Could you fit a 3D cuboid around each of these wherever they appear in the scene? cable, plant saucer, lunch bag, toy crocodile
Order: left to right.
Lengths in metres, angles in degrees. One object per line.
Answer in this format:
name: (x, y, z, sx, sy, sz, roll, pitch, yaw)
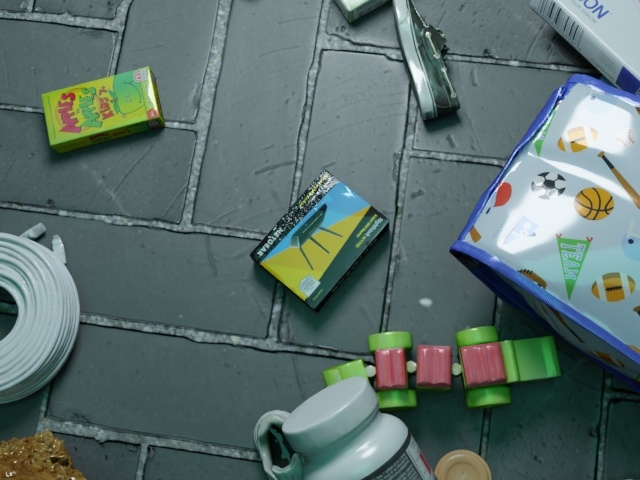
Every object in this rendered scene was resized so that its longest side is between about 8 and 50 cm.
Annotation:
cable: (-0.495, 0.116, 1.465, 0.257, 0.089, 0.257, -23, 75, -1)
toy crocodile: (0.173, 0.184, 1.381, 0.340, 0.105, 0.115, -4, 76, 4)
plant saucer: (0.205, 0.344, 1.386, 0.083, 0.013, 0.084, -1, 77, 5)
lunch bag: (0.420, -0.005, 1.341, 0.385, 0.239, 0.328, 34, 83, 5)

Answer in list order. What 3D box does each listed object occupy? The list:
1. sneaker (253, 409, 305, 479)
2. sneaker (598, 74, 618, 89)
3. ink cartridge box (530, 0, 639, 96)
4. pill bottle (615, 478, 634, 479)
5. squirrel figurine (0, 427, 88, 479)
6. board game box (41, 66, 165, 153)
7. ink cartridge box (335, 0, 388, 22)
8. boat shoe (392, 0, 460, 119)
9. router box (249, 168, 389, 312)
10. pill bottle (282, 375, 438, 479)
sneaker: (-0.033, 0.346, 1.353, 0.090, 0.115, 0.232, -33, 76, -3)
sneaker: (0.520, -0.201, 1.452, 0.240, 0.091, 0.126, 24, 79, 11)
ink cartridge box: (0.547, -0.348, 1.448, 0.330, 0.071, 0.324, -35, 68, -13)
pill bottle: (0.323, 0.397, 1.301, 0.229, 0.131, 0.131, -5, 76, 3)
squirrel figurine: (-0.489, 0.397, 1.250, 0.397, 0.370, 0.281, -38, 76, -5)
board game box: (-0.351, -0.210, 1.556, 0.181, 0.043, 0.092, -14, 76, 1)
ink cartridge box: (0.060, -0.498, 1.586, 0.171, 0.056, 0.235, -31, 78, -2)
boat shoe: (0.165, -0.300, 1.519, 0.070, 0.078, 0.219, -15, 83, 2)
router box: (0.000, 0.000, 1.471, 0.133, 0.046, 0.179, 39, 82, 12)
pill bottle: (0.074, 0.333, 1.283, 0.162, 0.162, 0.279, -30, 97, -3)
